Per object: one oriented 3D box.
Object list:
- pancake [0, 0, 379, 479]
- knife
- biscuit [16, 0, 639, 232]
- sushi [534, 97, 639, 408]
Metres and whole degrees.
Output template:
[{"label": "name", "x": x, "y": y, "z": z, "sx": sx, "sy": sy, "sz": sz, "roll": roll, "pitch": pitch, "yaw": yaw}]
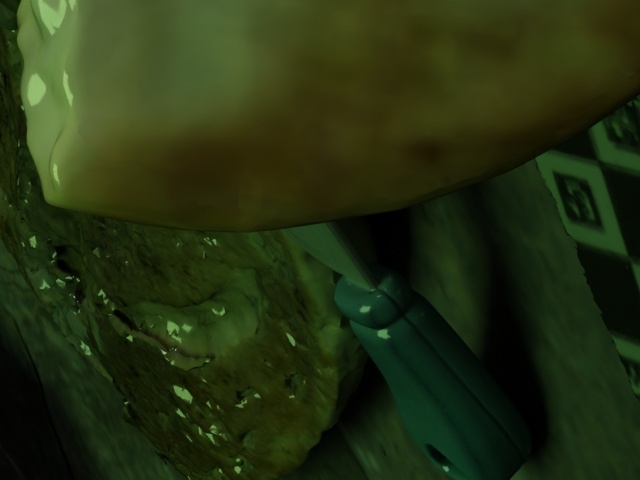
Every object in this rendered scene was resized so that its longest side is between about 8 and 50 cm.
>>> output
[{"label": "pancake", "x": -0.100, "y": -0.059, "z": 0.860, "sx": 0.387, "sy": 0.082, "sz": 0.387, "roll": 48, "pitch": 155, "yaw": 30}, {"label": "knife", "x": -0.001, "y": 0.000, "z": 0.679, "sx": 0.244, "sy": 0.032, "sz": 0.058, "roll": 52, "pitch": 168, "yaw": -28}, {"label": "biscuit", "x": 0.032, "y": -0.156, "z": 0.431, "sx": 0.040, "sy": 0.204, "sz": 0.309, "roll": -160, "pitch": 71, "yaw": -73}, {"label": "sushi", "x": 0.136, "y": 0.037, "z": 0.548, "sx": 0.139, "sy": 0.031, "sz": 0.201, "roll": 11, "pitch": 129, "yaw": 60}]
